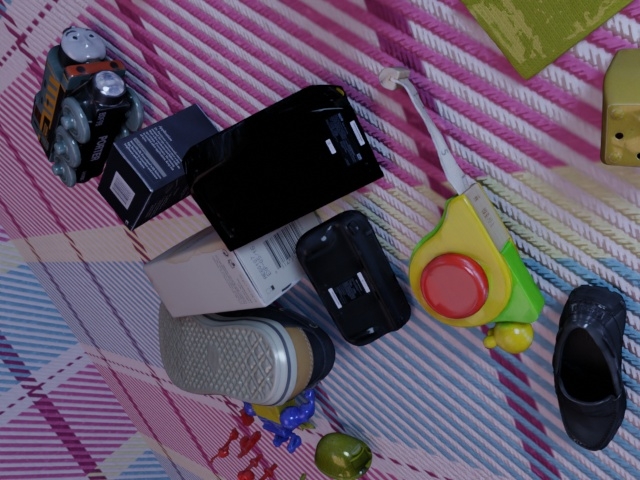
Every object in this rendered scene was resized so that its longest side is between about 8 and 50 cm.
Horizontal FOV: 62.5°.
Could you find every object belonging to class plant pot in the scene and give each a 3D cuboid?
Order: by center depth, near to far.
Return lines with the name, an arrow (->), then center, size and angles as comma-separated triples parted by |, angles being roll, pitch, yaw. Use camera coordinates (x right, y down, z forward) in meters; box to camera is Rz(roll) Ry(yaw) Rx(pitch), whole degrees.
plant pot -> 0.252, -0.094, 0.395 | 0.081, 0.083, 0.081 | 13, 128, 40

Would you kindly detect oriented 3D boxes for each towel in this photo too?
towel -> 0.212, -0.224, 0.381 | 0.102, 0.021, 0.237 | 53, 143, -1

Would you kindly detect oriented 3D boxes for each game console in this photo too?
game console -> 0.000, 0.000, 0.674 | 0.213, 0.044, 0.361 | -25, 117, 7

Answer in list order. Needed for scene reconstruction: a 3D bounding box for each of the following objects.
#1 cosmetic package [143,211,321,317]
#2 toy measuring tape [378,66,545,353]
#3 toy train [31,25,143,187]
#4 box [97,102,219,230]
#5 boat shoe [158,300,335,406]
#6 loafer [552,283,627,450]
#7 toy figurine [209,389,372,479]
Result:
cosmetic package -> -0.143, 0.031, 0.849 | 0.309, 0.160, 0.113 | -14, 109, 49
toy measuring tape -> 0.124, -0.019, 0.572 | 0.121, 0.121, 0.330 | -30, 90, 53
toy train -> -0.438, -0.231, 0.963 | 0.334, 0.142, 0.190 | -34, 84, 53
box -> -0.250, -0.114, 0.837 | 0.093, 0.158, 0.156 | 52, 143, -2
boat shoe -> -0.167, 0.194, 0.991 | 0.500, 0.156, 0.186 | -2, 89, 49
loafer -> 0.285, 0.152, 0.570 | 0.076, 0.078, 0.223 | 13, 129, 40
toy figurine -> -0.095, 0.358, 1.059 | 0.363, 0.191, 0.217 | 3, 118, 43
